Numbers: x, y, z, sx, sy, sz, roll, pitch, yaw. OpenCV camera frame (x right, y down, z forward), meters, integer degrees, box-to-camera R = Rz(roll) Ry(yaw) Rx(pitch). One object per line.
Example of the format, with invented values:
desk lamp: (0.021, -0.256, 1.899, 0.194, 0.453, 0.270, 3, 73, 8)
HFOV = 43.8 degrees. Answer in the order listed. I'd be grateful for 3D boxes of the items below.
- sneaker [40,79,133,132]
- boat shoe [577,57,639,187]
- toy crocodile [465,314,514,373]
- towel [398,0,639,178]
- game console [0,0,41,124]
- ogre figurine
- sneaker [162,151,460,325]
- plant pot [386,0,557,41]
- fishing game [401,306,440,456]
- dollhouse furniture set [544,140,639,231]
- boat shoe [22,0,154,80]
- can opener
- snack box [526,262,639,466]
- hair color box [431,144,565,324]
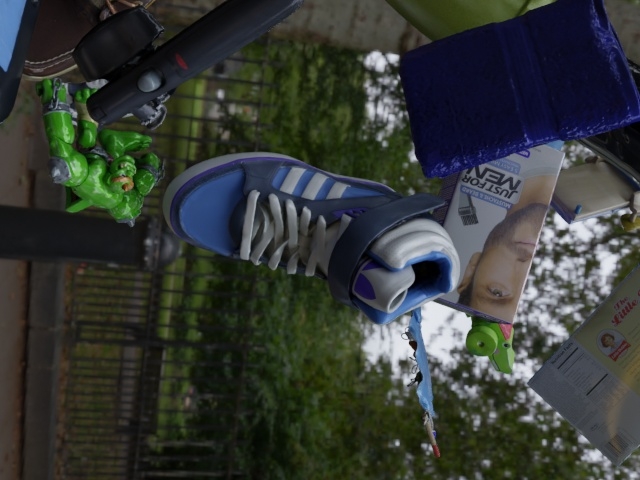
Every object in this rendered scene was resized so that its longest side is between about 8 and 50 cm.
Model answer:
sneaker: (-0.454, -0.286, 1.680, 0.153, 0.235, 0.094, 151, -72, -86)
boat shoe: (0.502, -0.173, 1.175, 0.156, 0.187, 0.500, 92, -25, -50)
toy crocodile: (0.332, 0.127, 1.655, 0.340, 0.105, 0.115, 62, 30, -15)
towel: (0.276, -0.216, 1.138, 0.076, 0.308, 0.227, 50, 29, -57)
game console: (-0.353, -0.334, 0.745, 0.342, 0.060, 0.386, 81, 9, -62)
ogre figurine: (-0.257, -0.093, 0.937, 0.197, 0.097, 0.118, 73, 14, -62)
sneaker: (0.000, 0.000, 0.896, 0.236, 0.323, 0.130, -128, -133, -59)
plant pot: (0.258, -0.575, 1.610, 0.366, 0.353, 0.366, -29, -127, 48)
fishing game: (0.142, 0.178, 1.196, 0.189, 0.041, 0.264, 69, 15, -50)
dollhouse furniture set: (0.490, -0.083, 1.715, 0.303, 0.287, 0.198, 58, -26, 36)
boat shoe: (-0.258, -0.331, 0.992, 0.123, 0.342, 0.123, 53, -13, -15)
can opener: (-0.085, -0.125, 0.514, 0.073, 0.186, 0.059, 53, 36, -32)
snack box: (0.502, 0.172, 1.246, 0.322, 0.187, 0.060, -52, 160, 16)
hair color box: (0.306, -0.033, 1.475, 0.110, 0.185, 0.338, 164, -55, -79)
